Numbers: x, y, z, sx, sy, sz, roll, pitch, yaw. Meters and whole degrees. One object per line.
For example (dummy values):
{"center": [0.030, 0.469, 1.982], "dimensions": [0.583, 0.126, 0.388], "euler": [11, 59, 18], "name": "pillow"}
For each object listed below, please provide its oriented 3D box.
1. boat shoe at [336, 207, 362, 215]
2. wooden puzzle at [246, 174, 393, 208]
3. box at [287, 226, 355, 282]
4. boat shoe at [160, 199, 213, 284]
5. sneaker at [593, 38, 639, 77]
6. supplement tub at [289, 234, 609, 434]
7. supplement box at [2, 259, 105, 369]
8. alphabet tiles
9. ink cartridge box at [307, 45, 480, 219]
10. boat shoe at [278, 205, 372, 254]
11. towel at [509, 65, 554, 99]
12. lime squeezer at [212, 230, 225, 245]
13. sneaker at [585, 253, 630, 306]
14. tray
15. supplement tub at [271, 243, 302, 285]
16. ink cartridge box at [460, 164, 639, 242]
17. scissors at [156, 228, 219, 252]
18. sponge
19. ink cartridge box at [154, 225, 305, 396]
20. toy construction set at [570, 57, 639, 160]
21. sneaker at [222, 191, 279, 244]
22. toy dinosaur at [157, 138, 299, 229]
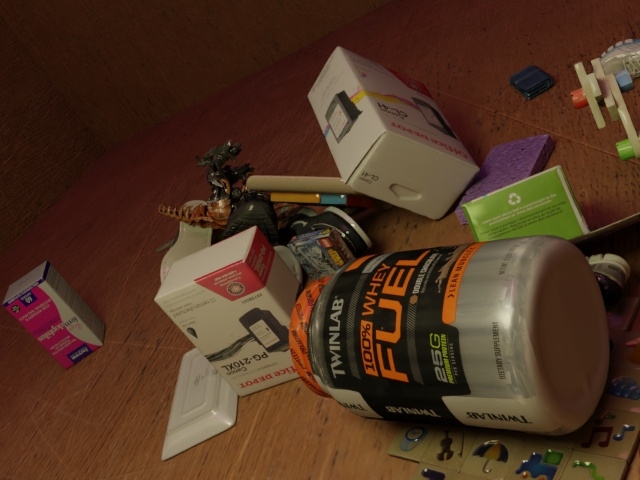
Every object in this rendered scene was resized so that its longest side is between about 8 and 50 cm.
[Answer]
{"center": [0.114, -0.155, 1.486], "dimensions": [0.257, 0.095, 0.095], "euler": [-37, 24, -6], "name": "boat shoe"}
{"center": [0.005, -0.084, 1.336], "dimensions": [0.221, 0.044, 0.239], "euler": [4, -3, 25], "name": "wooden puzzle"}
{"center": [0.017, 0.043, 1.189], "dimensions": [0.094, 0.137, 0.027], "euler": [-12, 33, 39], "name": "box"}
{"center": [-0.311, 0.038, 1.654], "dimensions": [0.109, 0.091, 0.305], "euler": [9, 47, -5], "name": "boat shoe"}
{"center": [0.593, -0.330, 1.256], "dimensions": [0.191, 0.071, 0.083], "euler": [-22, 33, 25], "name": "sneaker"}
{"center": [0.135, 0.111, 0.810], "dimensions": [0.338, 0.207, 0.207], "euler": [-10, 34, 43], "name": "supplement tub"}
{"center": [-0.621, 0.176, 1.632], "dimensions": [0.111, 0.220, 0.114], "euler": [-35, 26, 0], "name": "supplement box"}
{"center": [0.238, 0.185, 0.811], "dimensions": [0.285, 0.011, 0.342], "euler": [-4, 38, 48], "name": "alphabet tiles"}
{"center": [0.127, -0.204, 1.283], "dimensions": [0.131, 0.226, 0.306], "euler": [-56, 34, 28], "name": "ink cartridge box"}
{"center": [0.000, 0.000, 1.335], "dimensions": [0.091, 0.114, 0.302], "euler": [-41, 13, -14], "name": "boat shoe"}
{"center": [0.455, -0.343, 1.495], "dimensions": [0.067, 0.029, 0.119], "euler": [-29, 24, 10], "name": "towel"}
{"center": [-0.148, -0.075, 1.737], "dimensions": [0.310, 0.059, 0.109], "euler": [-27, 58, 14], "name": "lime squeezer"}
{"center": [0.297, 0.066, 0.865], "dimensions": [0.170, 0.063, 0.075], "euler": [-14, 24, 27], "name": "sneaker"}
{"center": [-0.206, 0.252, 1.210], "dimensions": [0.145, 0.030, 0.270], "euler": [-28, 25, 11], "name": "tray"}
{"center": [-0.137, 0.074, 1.348], "dimensions": [0.190, 0.117, 0.117], "euler": [-11, 33, 42], "name": "supplement tub"}
{"center": [0.334, -0.045, 0.910], "dimensions": [0.255, 0.097, 0.189], "euler": [-24, -11, 18], "name": "ink cartridge box"}
{"center": [-0.348, -0.016, 1.873], "dimensions": [0.297, 0.109, 0.021], "euler": [-40, 43, 47], "name": "scissors"}
{"center": [0.326, -0.110, 1.220], "dimensions": [0.117, 0.031, 0.210], "euler": [-9, 34, 43], "name": "sponge"}
{"center": [-0.113, 0.118, 1.093], "dimensions": [0.172, 0.237, 0.100], "euler": [-23, 29, 22], "name": "ink cartridge box"}
{"center": [0.511, -0.201, 0.937], "dimensions": [0.328, 0.215, 0.151], "euler": [-13, 31, 39], "name": "toy construction set"}
{"center": [-0.135, -0.045, 1.380], "dimensions": [0.286, 0.109, 0.130], "euler": [124, 151, -75], "name": "sneaker"}
{"center": [-0.219, -0.104, 1.642], "dimensions": [0.322, 0.218, 0.164], "euler": [0, -22, -15], "name": "toy dinosaur"}
